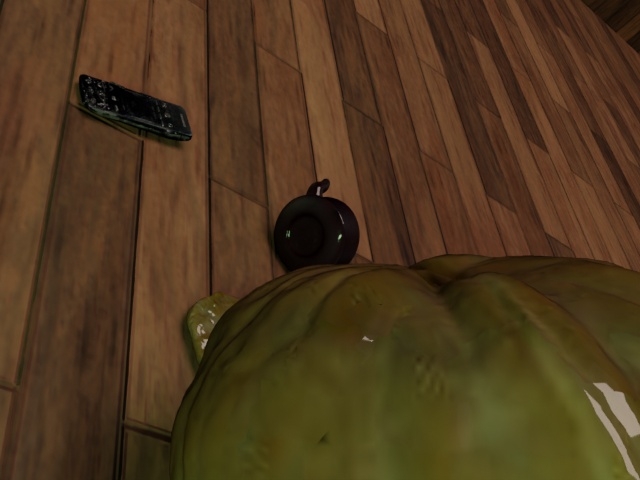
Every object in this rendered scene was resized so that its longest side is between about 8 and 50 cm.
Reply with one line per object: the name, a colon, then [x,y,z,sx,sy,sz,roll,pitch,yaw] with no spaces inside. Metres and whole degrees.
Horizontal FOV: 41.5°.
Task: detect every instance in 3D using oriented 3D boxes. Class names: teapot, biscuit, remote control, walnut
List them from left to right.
remote control: [-0.144,-0.101,0.656,0.096,0.014,0.039,15,44,-42]
biscuit: [-0.046,0.097,0.555,0.071,0.018,0.147,7,49,-48]
teapot: [0.000,0.000,0.681,0.045,0.067,0.100,-3,93,-56]
walnut: [0.080,0.137,0.425,0.296,0.285,0.285,-10,60,-26]
